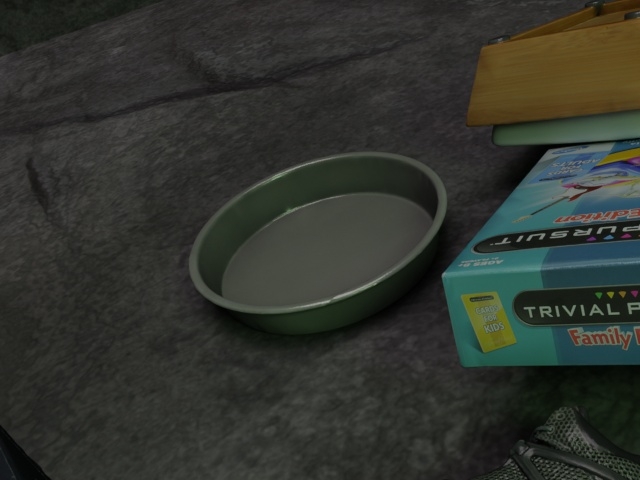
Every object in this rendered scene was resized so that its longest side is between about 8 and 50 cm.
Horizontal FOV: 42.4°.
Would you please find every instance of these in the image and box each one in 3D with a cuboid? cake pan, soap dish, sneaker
[{"bbox_3d":[0.000,0.000,0.915,0.293,0.054,0.293,-13,33,9],"label":"cake pan"},{"bbox_3d":[0.328,-0.198,0.900,0.291,0.118,0.229,-27,19,-38],"label":"soap dish"},{"bbox_3d":[0.124,0.181,0.557,0.228,0.087,0.130,-5,34,17],"label":"sneaker"}]

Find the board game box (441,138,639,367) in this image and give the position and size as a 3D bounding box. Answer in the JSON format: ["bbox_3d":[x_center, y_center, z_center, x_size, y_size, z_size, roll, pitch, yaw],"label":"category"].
[{"bbox_3d":[0.275,-0.012,0.659,0.254,0.079,0.336,-6,17,30],"label":"board game box"}]

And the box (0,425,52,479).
[{"bbox_3d":[-0.166,0.209,0.452,0.108,0.153,0.207,-40,27,-19],"label":"box"}]
